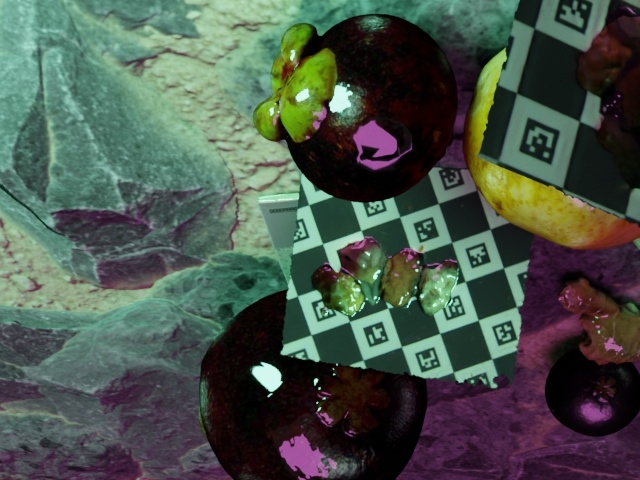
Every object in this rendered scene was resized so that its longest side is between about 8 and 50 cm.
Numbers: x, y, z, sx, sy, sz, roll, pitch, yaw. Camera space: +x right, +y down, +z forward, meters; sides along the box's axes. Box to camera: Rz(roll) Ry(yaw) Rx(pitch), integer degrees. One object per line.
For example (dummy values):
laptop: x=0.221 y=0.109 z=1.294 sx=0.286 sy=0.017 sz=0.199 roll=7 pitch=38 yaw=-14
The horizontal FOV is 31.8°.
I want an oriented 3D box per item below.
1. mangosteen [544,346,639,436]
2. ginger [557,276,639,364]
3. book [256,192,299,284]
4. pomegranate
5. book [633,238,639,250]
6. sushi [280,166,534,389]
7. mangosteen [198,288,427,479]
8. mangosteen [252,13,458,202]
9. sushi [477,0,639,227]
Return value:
mangosteen: x=0.387 y=0.215 z=1.602 sx=0.137 sy=0.137 sz=0.151 roll=2 pitch=173 yaw=2
ginger: x=0.374 y=0.114 z=1.513 sx=0.165 sy=0.067 sz=0.096 roll=31 pitch=112 yaw=-17
book: x=0.000 y=0.000 z=1.448 sx=0.127 sy=0.014 sz=0.181 roll=-5 pitch=139 yaw=11
pomegranate: x=0.270 y=-0.109 z=1.147 sx=0.248 sy=0.248 sz=0.248 roll=2 pitch=139 yaw=2
book: x=0.459 y=0.070 z=1.360 sx=0.027 sy=0.202 sz=0.264 roll=-42 pitch=125 yaw=13
sushi: x=0.108 y=0.035 z=1.371 sx=0.290 sy=0.263 sz=0.050 roll=6 pitch=-178 yaw=0
mangosteen: x=-0.023 y=0.211 z=1.512 sx=0.307 sy=0.306 sz=0.347 roll=22 pitch=165 yaw=-21
mangosteen: x=0.041 y=-0.137 z=1.150 sx=0.210 sy=0.209 sz=0.209 roll=2 pitch=139 yaw=2
sushi: x=0.325 y=-0.155 z=1.024 sx=0.359 sy=0.343 sz=0.064 roll=21 pitch=164 yaw=-13
